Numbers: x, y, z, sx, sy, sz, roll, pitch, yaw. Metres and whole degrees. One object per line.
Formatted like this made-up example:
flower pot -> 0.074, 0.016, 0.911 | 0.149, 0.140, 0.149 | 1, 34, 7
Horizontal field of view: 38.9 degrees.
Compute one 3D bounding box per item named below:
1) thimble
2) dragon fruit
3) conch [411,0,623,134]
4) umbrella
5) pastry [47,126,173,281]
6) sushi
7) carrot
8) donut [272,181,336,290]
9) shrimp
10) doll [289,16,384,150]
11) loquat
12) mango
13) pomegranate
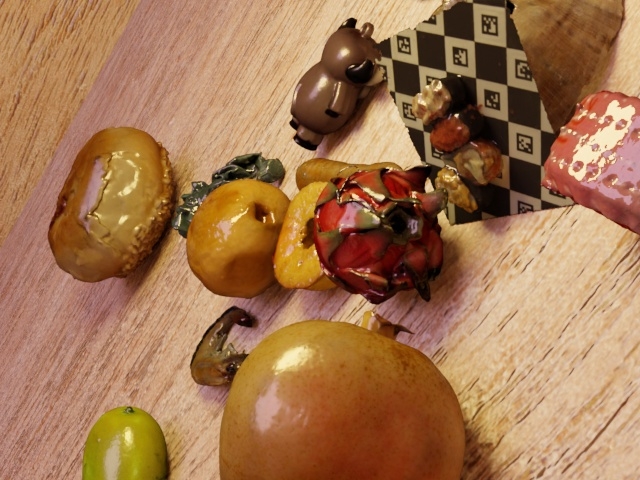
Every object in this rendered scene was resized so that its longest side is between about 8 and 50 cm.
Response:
thimble -> 0.343, -0.066, 0.944 | 0.189, 0.163, 0.125 | 39, 102, 46
dragon fruit -> 0.083, -0.013, 1.282 | 0.274, 0.193, 0.192 | 116, 163, -78
conch -> 0.252, -0.252, 1.234 | 0.324, 0.186, 0.263 | -52, 52, 27
umbrella -> -0.203, -0.107, 1.939 | 0.348, 0.094, 0.143 | -21, 56, 49
pastry -> -0.514, -0.086, 2.271 | 0.409, 0.245, 0.410 | -42, 36, 41
sushi -> 0.180, -0.153, 1.189 | 0.050, 0.290, 0.264 | -30, 11, -32
carrot -> 0.057, -0.107, 1.541 | 0.298, 0.078, 0.078 | 1, 70, 55
donut -> 0.002, 0.000, 1.523 | 0.174, 0.074, 0.190 | -17, 61, 47
shrimp -> -0.175, 0.198, 1.712 | 0.253, 0.058, 0.173 | -20, 44, 54
doll -> 0.030, -0.287, 1.664 | 0.257, 0.117, 0.182 | -51, 34, 26
loquat -> -0.145, -0.006, 1.658 | 0.238, 0.193, 0.238 | -168, 90, -77
mango -> -0.378, 0.454, 1.752 | 0.185, 0.149, 0.273 | -30, 50, 36
pomegranate -> 0.029, 0.234, 1.118 | 0.319, 0.319, 0.319 | -38, 39, 40
